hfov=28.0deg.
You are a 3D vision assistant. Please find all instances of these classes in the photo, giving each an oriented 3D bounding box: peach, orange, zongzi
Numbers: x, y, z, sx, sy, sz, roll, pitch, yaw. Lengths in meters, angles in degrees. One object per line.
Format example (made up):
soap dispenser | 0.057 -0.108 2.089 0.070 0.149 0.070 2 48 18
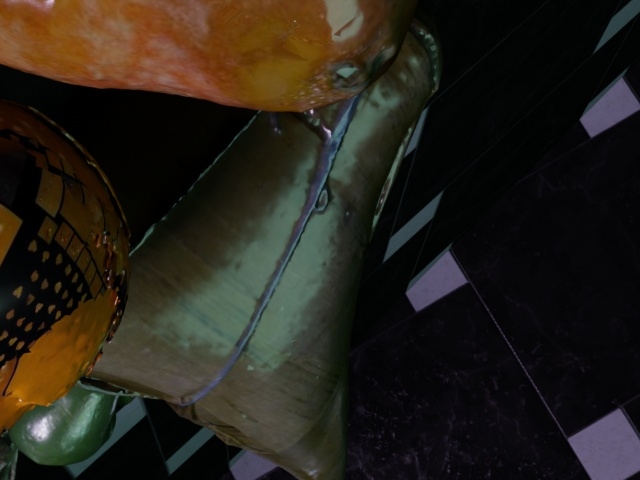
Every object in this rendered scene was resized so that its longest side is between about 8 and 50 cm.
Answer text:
peach | -0.058 -0.145 0.484 0.214 0.235 0.214 -36 157 -18
orange | -0.210 0.023 0.647 0.234 0.182 0.234 -31 167 -8
zongzi | 0.000 0.000 0.945 0.356 0.174 0.393 -48 127 7

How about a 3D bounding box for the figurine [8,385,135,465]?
figurine | -0.173 0.073 1.108 0.234 0.127 0.185 -63 175 16

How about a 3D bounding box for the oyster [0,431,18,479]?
oyster | -0.365 0.241 1.068 0.268 0.112 0.198 -14 127 -53
